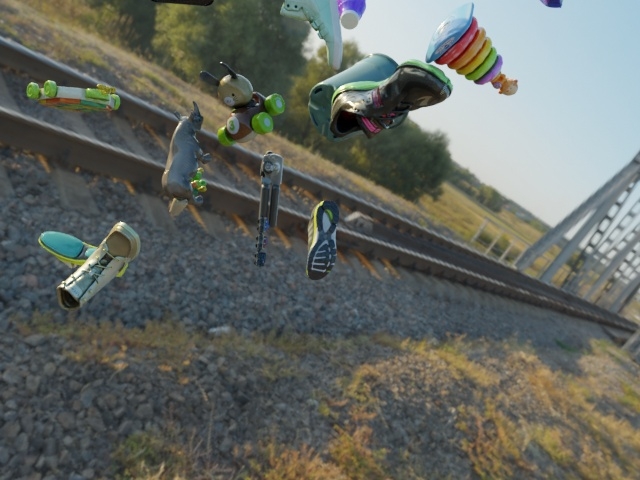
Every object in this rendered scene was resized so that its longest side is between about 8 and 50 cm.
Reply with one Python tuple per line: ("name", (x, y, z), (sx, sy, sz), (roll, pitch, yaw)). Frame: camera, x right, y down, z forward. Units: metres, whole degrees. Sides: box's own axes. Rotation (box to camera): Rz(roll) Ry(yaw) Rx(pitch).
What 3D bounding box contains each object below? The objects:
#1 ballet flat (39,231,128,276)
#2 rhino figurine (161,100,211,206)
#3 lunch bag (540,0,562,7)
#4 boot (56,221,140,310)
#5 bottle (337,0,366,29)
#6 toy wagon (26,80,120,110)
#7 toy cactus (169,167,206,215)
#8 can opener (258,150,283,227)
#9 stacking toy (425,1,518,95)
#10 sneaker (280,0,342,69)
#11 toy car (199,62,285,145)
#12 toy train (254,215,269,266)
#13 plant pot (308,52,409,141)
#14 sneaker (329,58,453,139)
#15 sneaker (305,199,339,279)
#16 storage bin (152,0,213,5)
("ballet flat", (-0.619, 0.045, 1.504), (0.231, 0.077, 0.077), (16, 38, -4))
("rhino figurine", (-0.308, -0.206, 1.332), (0.073, 0.243, 0.106), (6, -5, 27))
("lunch bag", (0.603, -0.762, 1.503), (0.138, 0.220, 0.293), (2, 44, 16))
("boot", (-0.489, 0.062, 1.264), (0.077, 0.213, 0.165), (43, 43, -5))
("bottle", (0.113, -0.892, 2.170), (0.118, 0.092, 0.282), (3, 47, 3))
("toy wagon", (-0.861, -0.512, 2.067), (0.345, 0.068, 0.267), (7, 5, 37))
("toy cactus", (-0.483, -0.172, 2.024), (0.112, 0.180, 0.219), (34, 16, -3))
("can opener", (-0.190, -0.191, 2.149), (0.076, 0.283, 0.095), (2, 20, -14))
("stacking toy", (0.465, -0.520, 1.684), (0.302, 0.175, 0.165), (35, 47, -18))
("sneaker", (-0.024, -0.571, 1.520), (0.151, 0.255, 0.094), (-9, 10, 5))
("toy car", (-0.212, -0.350, 1.425), (0.155, 0.148, 0.188), (-9, -47, 39))
("toy train", (-0.177, 0.002, 1.751), (0.036, 0.158, 0.027), (9, -12, -27))
("plant pot", (0.151, -0.591, 2.469), (0.334, 0.341, 0.341), (-30, 57, -33))
("sneaker", (0.215, -0.422, 1.830), (0.185, 0.202, 0.483), (33, -24, -33))
("sneaker", (0.000, 0.000, 2.149), (0.111, 0.299, 0.121), (11, 0, -18))
("storage bin", (-0.383, -0.726, 1.584), (0.180, 0.122, 0.084), (-4, 63, -21))
